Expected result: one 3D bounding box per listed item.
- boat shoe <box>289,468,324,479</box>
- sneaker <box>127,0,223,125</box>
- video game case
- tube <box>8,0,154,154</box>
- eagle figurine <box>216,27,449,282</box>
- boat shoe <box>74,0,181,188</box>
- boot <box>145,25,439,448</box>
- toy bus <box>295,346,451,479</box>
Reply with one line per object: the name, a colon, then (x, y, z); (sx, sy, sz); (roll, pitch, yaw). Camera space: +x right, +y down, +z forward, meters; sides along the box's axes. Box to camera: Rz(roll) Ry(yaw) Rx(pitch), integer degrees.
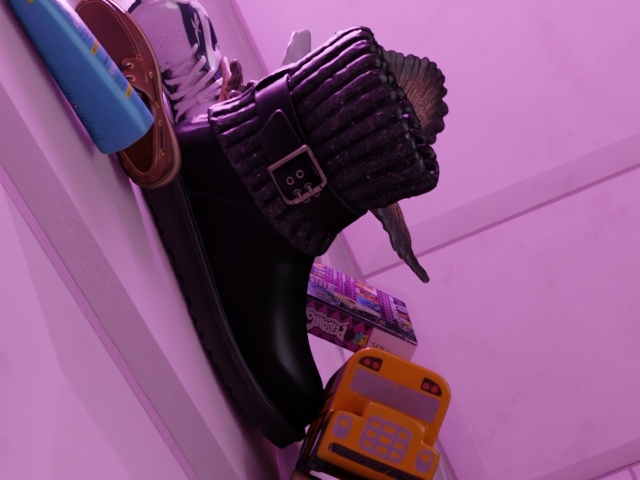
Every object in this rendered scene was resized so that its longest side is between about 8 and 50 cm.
boat shoe: (0.019, 0.288, 1.042); (0.123, 0.123, 0.342); (26, -4, -12)
sneaker: (-0.136, -0.167, 1.365); (0.153, 0.094, 0.235); (61, -9, 30)
video game case: (0.000, 0.065, 1.346); (0.210, 0.042, 0.232); (23, 7, -3)
tube: (-0.207, -0.163, 0.949); (0.207, 0.052, 0.080); (58, -1, -28)
eagle figurine: (0.023, -0.107, 1.326); (0.225, 0.298, 0.226); (-109, -141, -66)
boat shoe: (-0.170, -0.132, 1.054); (0.060, 0.064, 0.178); (-28, 99, -87)
boot: (-0.001, -0.001, 1.134); (0.131, 0.260, 0.348); (-61, 130, -82)
toy bus: (0.051, 0.190, 1.215); (0.333, 0.108, 0.130); (111, 2, -78)
